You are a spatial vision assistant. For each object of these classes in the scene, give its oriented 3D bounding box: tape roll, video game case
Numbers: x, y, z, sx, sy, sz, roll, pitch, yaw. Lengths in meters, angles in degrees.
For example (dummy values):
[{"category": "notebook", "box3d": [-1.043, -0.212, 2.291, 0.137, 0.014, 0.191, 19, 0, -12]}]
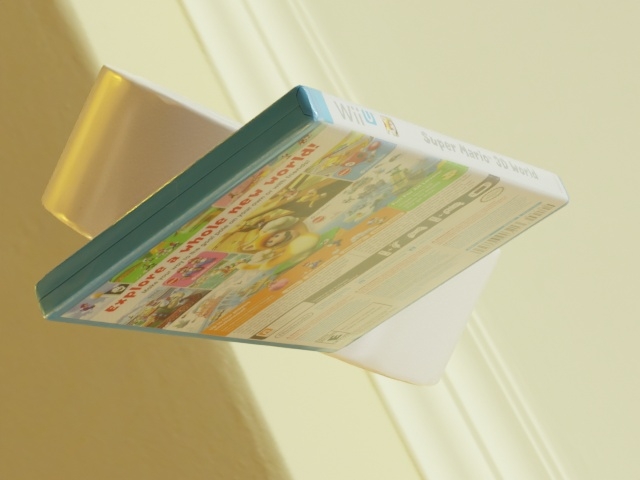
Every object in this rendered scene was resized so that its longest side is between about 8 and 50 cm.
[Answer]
[{"category": "tape roll", "box3d": [-0.030, -0.011, 1.023, 0.286, 0.286, 0.100, 27, -87, 24]}, {"category": "video game case", "box3d": [0.000, 0.000, 0.546, 0.119, 0.166, 0.015, -34, -115, 26]}]
